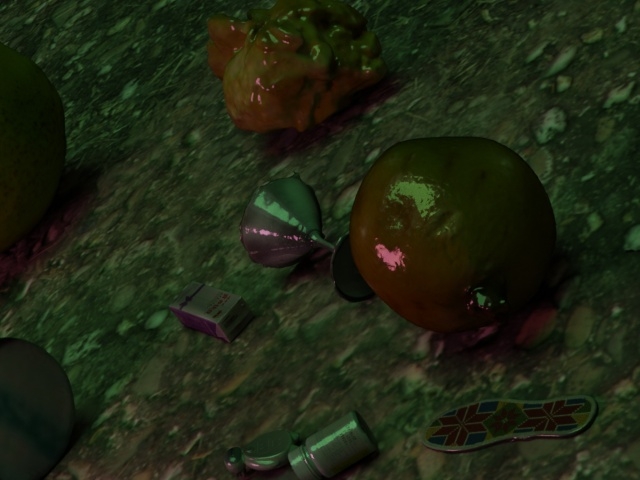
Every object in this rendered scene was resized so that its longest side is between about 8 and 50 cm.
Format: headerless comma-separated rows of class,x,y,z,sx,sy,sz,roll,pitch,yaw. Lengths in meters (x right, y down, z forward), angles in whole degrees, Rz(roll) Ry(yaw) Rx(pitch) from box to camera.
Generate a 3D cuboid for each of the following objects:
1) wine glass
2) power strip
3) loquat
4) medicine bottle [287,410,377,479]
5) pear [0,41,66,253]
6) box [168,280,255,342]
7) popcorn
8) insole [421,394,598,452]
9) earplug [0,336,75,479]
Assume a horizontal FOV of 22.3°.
wine glass,0.000,0.000,1.894,0.122,0.122,0.183,-45,34,-16
power strip,-0.059,0.228,1.712,0.083,0.035,0.055,-16,32,8
loquat,0.138,0.004,1.653,0.213,0.213,0.246,-32,38,7
medicine bottle,0.012,0.210,1.636,0.083,0.047,0.047,-33,29,7
pear,-0.571,-0.122,2.439,0.391,0.391,0.391,-26,30,17
box,-0.133,0.086,1.985,0.050,0.036,0.117,-46,32,-18
popcorn,-0.042,-0.236,2.219,0.253,0.191,0.190,-6,74,45
insole,0.178,0.174,1.556,0.193,0.006,0.065,-11,38,38
earplug,-0.459,0.202,2.040,0.185,0.185,0.324,-49,26,-22
